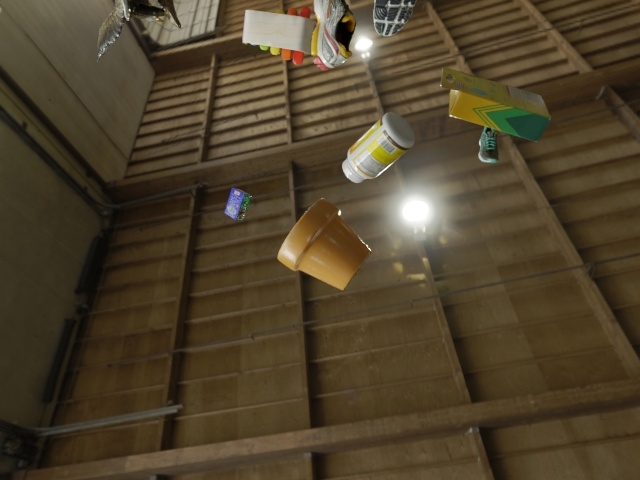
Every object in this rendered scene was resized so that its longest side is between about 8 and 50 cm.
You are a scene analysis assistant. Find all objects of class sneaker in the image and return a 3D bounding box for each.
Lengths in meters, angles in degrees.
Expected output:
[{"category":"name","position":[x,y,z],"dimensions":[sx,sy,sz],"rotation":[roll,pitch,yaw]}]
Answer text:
[{"category":"sneaker","position":[0.196,-0.678,1.098],"dimensions":[0.106,0.276,0.110],"rotation":[6,-163,-7]},{"category":"sneaker","position":[0.562,-0.325,1.411],"dimensions":[0.064,0.076,0.167],"rotation":[-1,-134,10]},{"category":"sneaker","position":[0.041,-0.494,0.932],"dimensions":[0.092,0.088,0.226],"rotation":[2,-90,38]}]

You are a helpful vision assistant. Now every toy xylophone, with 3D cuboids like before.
[{"category":"toy xylophone","position":[-0.159,-0.825,1.608],"dimensions":[0.322,0.237,0.081],"rotation":[24,-159,12]}]

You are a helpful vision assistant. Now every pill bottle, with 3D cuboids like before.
[{"category":"pill bottle","position":[0.160,-0.259,1.221],"dimensions":[0.215,0.117,0.117],"rotation":[-38,-143,42]}]

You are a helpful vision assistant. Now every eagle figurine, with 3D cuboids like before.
[{"category":"eagle figurine","position":[-0.491,-0.586,1.052],"dimensions":[0.298,0.225,0.227],"rotation":[3,-116,17]}]

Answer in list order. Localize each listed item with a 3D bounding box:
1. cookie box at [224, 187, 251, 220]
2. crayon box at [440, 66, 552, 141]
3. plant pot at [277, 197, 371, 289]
[{"category":"cookie box","position":[-0.322,-0.141,1.651],"dimensions":[0.091,0.040,0.107],"rotation":[29,-76,42]},{"category":"crayon box","position":[0.504,-0.416,1.270],"dimensions":[0.318,0.081,0.202],"rotation":[19,-140,4]},{"category":"plant pot","position":[0.023,0.025,1.115],"dimensions":[0.187,0.205,0.205],"rotation":[37,-111,7]}]
